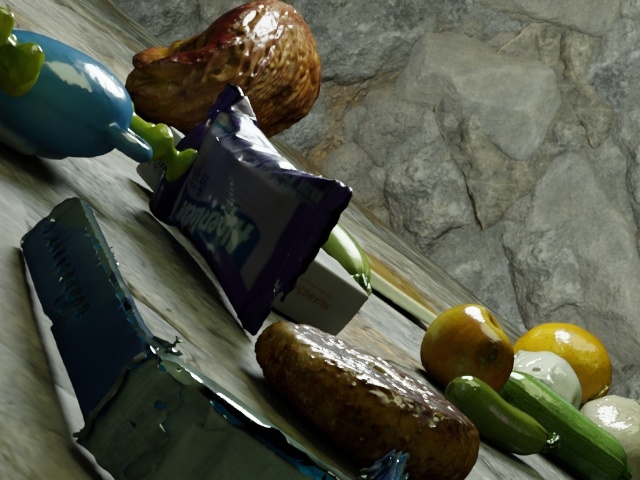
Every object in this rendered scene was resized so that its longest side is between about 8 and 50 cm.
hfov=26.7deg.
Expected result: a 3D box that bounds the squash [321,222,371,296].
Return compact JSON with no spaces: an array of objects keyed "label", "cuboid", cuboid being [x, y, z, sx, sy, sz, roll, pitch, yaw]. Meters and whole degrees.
[{"label":"squash","cuboid":[0.000,0.000,1.731,0.252,0.066,0.066,44,8,39]}]

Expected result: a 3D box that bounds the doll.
[{"label":"doll","cuboid":[-0.283,-0.145,1.093,0.341,0.099,0.346,26,-1,10]}]

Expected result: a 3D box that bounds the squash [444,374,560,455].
[{"label":"squash","cuboid":[0.192,0.193,1.440,0.183,0.052,0.052,35,6,-39]}]

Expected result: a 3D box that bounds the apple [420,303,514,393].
[{"label":"apple","cuboid":[0.172,0.129,1.561,0.099,0.102,0.114,36,6,-29]}]

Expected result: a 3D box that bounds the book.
[{"label":"book","cuboid":[-0.001,-0.013,2.020,0.389,0.032,0.269,36,4,-17]}]

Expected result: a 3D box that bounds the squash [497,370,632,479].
[{"label":"squash","cuboid":[0.299,0.236,1.662,0.219,0.068,0.077,37,0,-14]}]

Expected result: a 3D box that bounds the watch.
[{"label":"watch","cuboid":[-0.070,0.068,0.713,0.276,0.068,0.274,37,6,2]}]

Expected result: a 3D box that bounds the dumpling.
[{"label":"dumpling","cuboid":[0.297,0.218,1.786,0.169,0.100,0.134,1,-71,67]}]

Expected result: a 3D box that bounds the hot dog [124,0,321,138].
[{"label":"hot dog","cuboid":[-0.141,-0.245,2.001,0.174,0.267,0.387,68,14,6]}]

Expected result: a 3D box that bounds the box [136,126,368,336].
[{"label":"box","cuboid":[-0.071,-0.008,1.334,0.149,0.067,0.233,32,9,-44]}]

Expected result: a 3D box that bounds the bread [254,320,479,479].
[{"label":"bread","cuboid":[0.034,0.121,0.988,0.193,0.064,0.193,32,3,-2]}]

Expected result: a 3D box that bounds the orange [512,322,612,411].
[{"label":"orange","cuboid":[0.346,0.194,1.964,0.155,0.134,0.154,19,-32,12]}]

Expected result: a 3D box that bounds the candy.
[{"label":"candy","cuboid":[-0.067,-0.034,1.164,0.070,0.145,0.275,27,10,-36]}]

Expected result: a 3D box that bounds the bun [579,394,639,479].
[{"label":"bun","cuboid":[0.428,0.281,1.879,0.166,0.113,0.173,35,8,-27]}]
